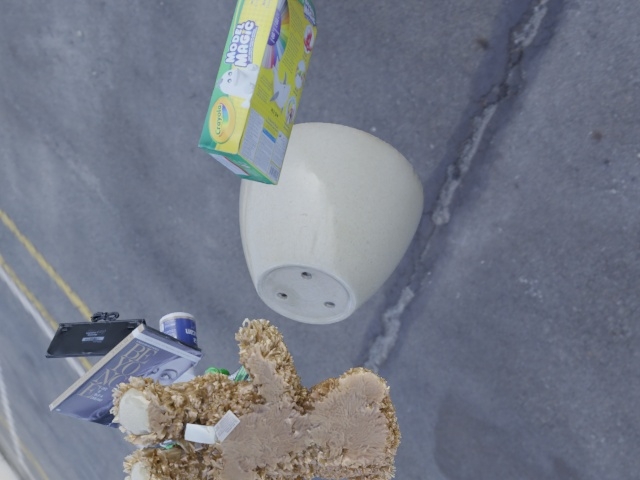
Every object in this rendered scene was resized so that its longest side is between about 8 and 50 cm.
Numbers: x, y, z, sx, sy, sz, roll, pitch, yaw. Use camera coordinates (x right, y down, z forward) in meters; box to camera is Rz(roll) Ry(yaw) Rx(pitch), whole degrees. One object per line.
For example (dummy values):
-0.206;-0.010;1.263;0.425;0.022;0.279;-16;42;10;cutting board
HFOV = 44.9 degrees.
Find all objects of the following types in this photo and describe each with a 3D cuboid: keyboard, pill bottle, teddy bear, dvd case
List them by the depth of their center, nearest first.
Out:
-0.079;0.221;0.911;0.113;0.338;0.245;-7;-107;-86;teddy bear
-0.331;0.241;1.342;0.164;0.221;0.018;38;-166;-52;dvd case
-0.403;0.171;1.404;0.180;0.108;0.023;-4;133;16;keyboard
-0.365;0.280;2.006;0.094;0.094;0.169;122;143;-54;pill bottle

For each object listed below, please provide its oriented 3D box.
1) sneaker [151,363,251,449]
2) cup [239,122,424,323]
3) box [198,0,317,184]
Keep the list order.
-0.231;0.364;1.696;0.146;0.344;0.134;57;-172;14;sneaker
0.000;0.000;1.320;0.331;0.237;0.331;8;141;7;cup
-0.049;-0.149;0.683;0.043;0.179;0.105;14;172;17;box
